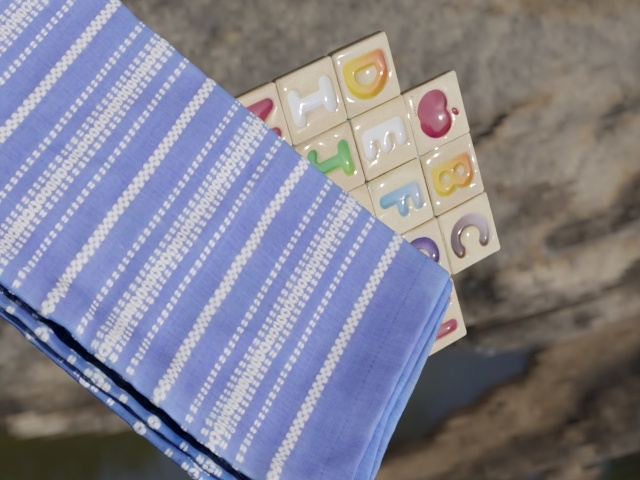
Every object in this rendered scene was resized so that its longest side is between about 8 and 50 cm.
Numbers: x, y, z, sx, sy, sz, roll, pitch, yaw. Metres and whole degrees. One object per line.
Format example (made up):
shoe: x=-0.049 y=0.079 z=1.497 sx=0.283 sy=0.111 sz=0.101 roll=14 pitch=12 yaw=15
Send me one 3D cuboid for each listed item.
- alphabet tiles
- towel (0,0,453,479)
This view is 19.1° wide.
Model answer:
alphabet tiles: x=0.000 y=0.000 z=1.566 sx=0.342 sy=0.285 sz=0.011 roll=-27 pitch=-157 yaw=-28
towel: x=-0.082 y=-0.011 z=1.031 sx=0.336 sy=0.243 sz=0.040 roll=40 pitch=131 yaw=-9
